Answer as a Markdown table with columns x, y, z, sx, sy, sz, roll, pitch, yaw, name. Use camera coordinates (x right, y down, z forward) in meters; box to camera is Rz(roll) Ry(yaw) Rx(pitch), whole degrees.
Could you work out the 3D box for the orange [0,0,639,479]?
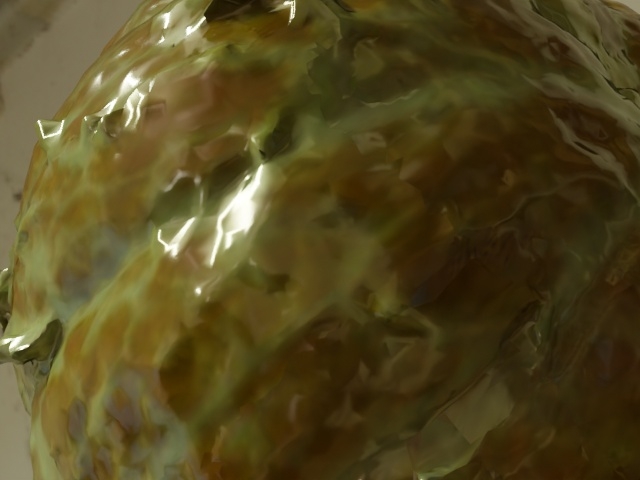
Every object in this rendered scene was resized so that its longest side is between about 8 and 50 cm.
| x | y | z | sx | sy | sz | roll | pitch | yaw | name |
| --- | --- | --- | --- | --- | --- | --- | --- | --- | --- |
| 0.047 | 0.039 | 0.468 | 0.329 | 0.329 | 0.249 | 15 | -45 | -44 | orange |
